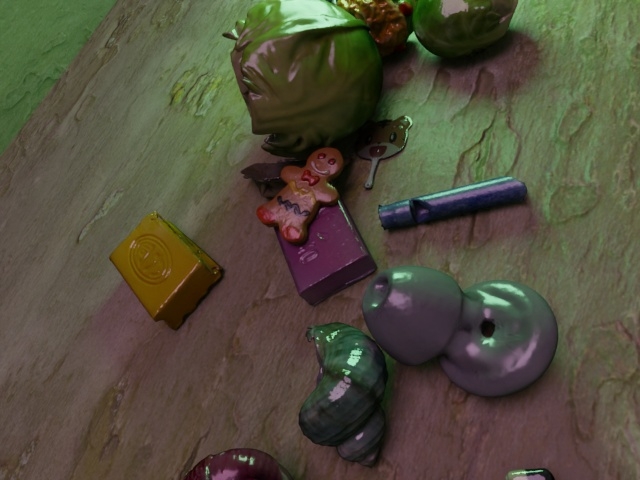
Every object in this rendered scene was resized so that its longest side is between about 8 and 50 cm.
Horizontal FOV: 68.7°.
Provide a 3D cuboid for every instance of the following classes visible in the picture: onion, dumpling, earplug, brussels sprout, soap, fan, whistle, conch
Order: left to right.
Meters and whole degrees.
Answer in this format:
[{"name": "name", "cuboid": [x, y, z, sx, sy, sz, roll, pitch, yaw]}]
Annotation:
[{"name": "soap", "cuboid": [-0.429, 0.067, 1.279, 0.325, 0.096, 0.204, 35, 83, 38]}, {"name": "onion", "cuboid": [-0.144, 0.465, 0.846, 0.230, 0.229, 0.163, -28, 17, 12]}, {"name": "dumpling", "cuboid": [-0.082, -0.158, 1.230, 0.333, 0.085, 0.166, -3, 29, 27]}, {"name": "brussels sprout", "cuboid": [-0.027, -0.432, 1.198, 0.362, 0.342, 0.424, -17, 55, 4]}, {"name": "soap", "cuboid": [-0.001, -0.001, 1.095, 0.181, 0.081, 0.259, -30, 53, 10]}, {"name": "conch", "cuboid": [0.039, 0.278, 0.859, 0.196, 0.220, 0.277, -19, 73, -25]}, {"name": "fan", "cuboid": [0.147, -0.226, 1.193, 0.153, 0.008, 0.226, 2, 63, 28]}, {"name": "whistle", "cuboid": [0.277, -0.082, 1.005, 0.305, 0.062, 0.062, -12, 57, 22]}, {"name": "earplug", "cuboid": [0.233, 0.144, 0.822, 0.326, 0.175, 0.214, 12, 64, 21]}, {"name": "brussels sprout", "cuboid": [0.352, -0.565, 1.163, 0.244, 0.244, 0.243, -13, 57, 22]}]

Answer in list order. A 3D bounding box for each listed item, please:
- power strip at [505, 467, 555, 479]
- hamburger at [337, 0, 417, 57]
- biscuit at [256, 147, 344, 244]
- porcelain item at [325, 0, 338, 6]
[{"name": "power strip", "cuboid": [0.318, 0.454, 0.636, 0.070, 0.105, 0.256, -18, 55, 21]}, {"name": "hamburger", "cuboid": [0.149, -0.601, 1.271, 0.237, 0.237, 0.148, 17, 63, 35]}, {"name": "biscuit", "cuboid": [-0.037, -0.120, 1.092, 0.166, 0.036, 0.250, 33, 80, 24]}, {"name": "porcelain item", "cuboid": [-0.042, -0.629, 1.431, 0.288, 0.138, 0.186, -29, 61, 34]}]
